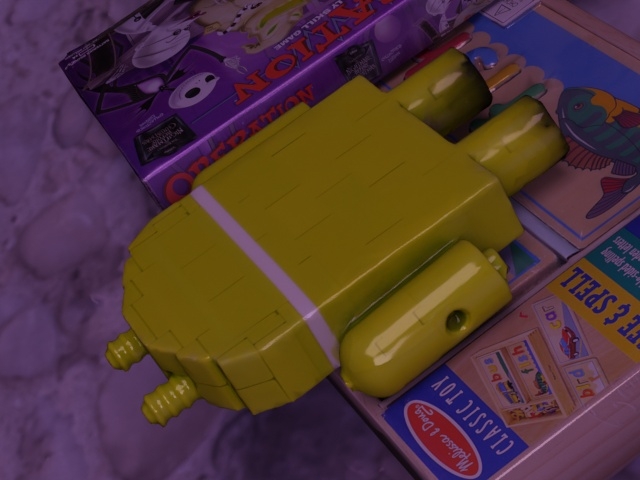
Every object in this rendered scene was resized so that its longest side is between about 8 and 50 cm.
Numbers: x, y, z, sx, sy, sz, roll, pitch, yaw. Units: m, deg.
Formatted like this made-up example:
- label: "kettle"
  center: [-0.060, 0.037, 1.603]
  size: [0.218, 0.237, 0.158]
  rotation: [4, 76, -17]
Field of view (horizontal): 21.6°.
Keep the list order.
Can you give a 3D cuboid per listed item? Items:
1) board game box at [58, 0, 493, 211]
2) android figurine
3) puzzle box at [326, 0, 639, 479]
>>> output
- label: "board game box"
  center: [-0.001, -0.166, 1.144]
  size: [0.347, 0.056, 0.208]
  rotation: [-35, 40, -5]
- label: "android figurine"
  center: [0.000, 0.000, 0.938]
  size: [0.273, 0.056, 0.248]
  rotation: [-38, 36, -8]
- label: "puzzle box"
  center: [0.095, -0.018, 0.981]
  size: [0.272, 0.052, 0.409]
  rotation: [-37, 36, -6]
